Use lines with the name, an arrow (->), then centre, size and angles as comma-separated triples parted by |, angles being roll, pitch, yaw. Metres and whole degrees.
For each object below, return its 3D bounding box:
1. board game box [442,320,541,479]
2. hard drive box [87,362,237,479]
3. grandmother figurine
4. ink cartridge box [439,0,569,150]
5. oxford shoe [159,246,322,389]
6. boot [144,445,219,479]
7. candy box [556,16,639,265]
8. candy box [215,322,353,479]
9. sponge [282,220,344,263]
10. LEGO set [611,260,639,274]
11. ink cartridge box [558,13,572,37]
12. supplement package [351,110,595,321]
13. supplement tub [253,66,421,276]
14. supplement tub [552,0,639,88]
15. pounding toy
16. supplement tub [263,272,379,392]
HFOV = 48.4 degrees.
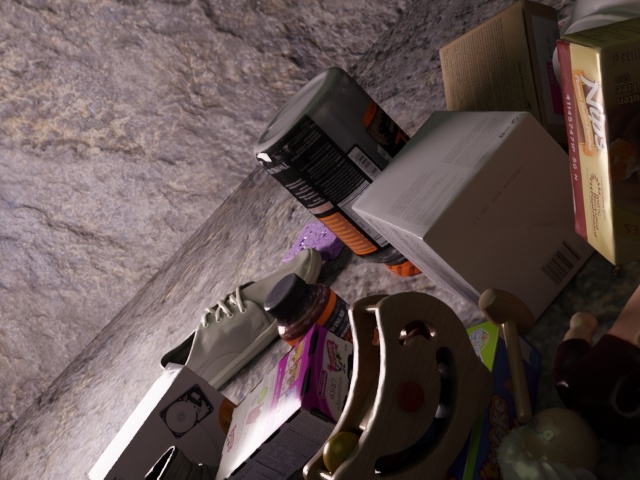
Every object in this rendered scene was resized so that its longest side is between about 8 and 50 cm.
board game box -> 0.106, 0.267, 0.783 | 0.233, 0.078, 0.347 | -30, 25, 42
hard drive box -> -0.248, 0.357, 1.223 | 0.232, 0.181, 0.089 | -56, 22, -22
grandmother figurine -> 0.293, 0.110, 0.664 | 0.342, 0.104, 0.208 | -47, 10, -6
ink cartridge box -> 0.300, -0.238, 1.161 | 0.193, 0.088, 0.234 | -17, 76, 55
oxford shoe -> -0.175, 0.171, 1.520 | 0.449, 0.130, 0.169 | -44, 17, 8
boot -> -0.165, 0.354, 1.072 | 0.083, 0.161, 0.246 | -21, 32, 53
candy box -> 0.369, -0.109, 0.583 | 0.317, 0.182, 0.087 | -14, 23, -1
candy box -> -0.052, 0.249, 0.997 | 0.233, 0.071, 0.159 | -48, 17, 32
sponge -> 0.000, 0.000, 1.621 | 0.117, 0.031, 0.210 | -57, 20, -24
LEGO set -> 0.369, 0.014, 0.811 | 0.054, 0.023, 0.083 | -56, 7, -29
ink cartridge box -> 0.373, -0.288, 1.279 | 0.219, 0.093, 0.160 | -17, 36, 56
supplement package -> 0.212, -0.039, 0.975 | 0.199, 0.198, 0.263 | -49, 19, -3
supplement tub -> 0.071, -0.105, 1.195 | 0.207, 0.338, 0.207 | -41, 20, 18
supplement tub -> 0.465, -0.302, 0.897 | 0.316, 0.228, 0.228 | -51, 19, -9
pounding toy -> 0.097, 0.134, 0.684 | 0.269, 0.154, 0.155 | -54, 14, -18
supplement tub -> 0.009, 0.136, 1.072 | 0.106, 0.198, 0.106 | -42, 20, 19
